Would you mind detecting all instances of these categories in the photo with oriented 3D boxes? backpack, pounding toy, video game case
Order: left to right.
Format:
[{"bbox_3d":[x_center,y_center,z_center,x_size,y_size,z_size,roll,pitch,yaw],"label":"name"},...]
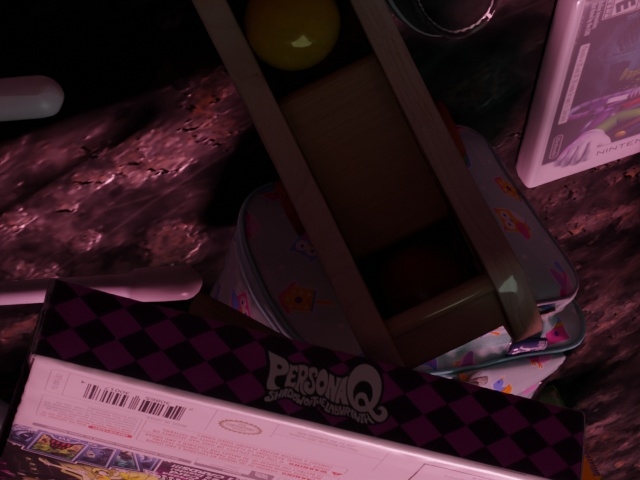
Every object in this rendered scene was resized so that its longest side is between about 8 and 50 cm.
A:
[{"bbox_3d":[-0.026,0.096,0.802,0.232,0.042,0.210,14,155,-9],"label":"video game case"},{"bbox_3d":[0.000,0.000,0.814,0.155,0.269,0.154,-26,-170,2],"label":"pounding toy"},{"bbox_3d":[0.038,0.029,0.988,0.188,0.166,0.144,-15,149,-26],"label":"backpack"},{"bbox_3d":[0.207,-0.111,1.035,0.173,0.022,0.190,-18,152,-13],"label":"video game case"}]

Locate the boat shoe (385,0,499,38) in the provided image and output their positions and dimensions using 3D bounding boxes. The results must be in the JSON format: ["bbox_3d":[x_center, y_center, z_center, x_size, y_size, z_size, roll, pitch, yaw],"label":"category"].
[{"bbox_3d":[0.065,-0.150,0.795,0.080,0.076,0.228,-19,152,-10],"label":"boat shoe"}]

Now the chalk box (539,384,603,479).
[{"bbox_3d":[0.111,0.227,1.430,0.213,0.132,0.132,-17,152,-16],"label":"chalk box"}]

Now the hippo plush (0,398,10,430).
[{"bbox_3d":[-0.041,0.163,1.122,0.236,0.294,0.234,-39,156,-20],"label":"hippo plush"}]

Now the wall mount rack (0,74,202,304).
[{"bbox_3d":[-0.235,0.036,0.829,0.304,0.130,0.350,-40,154,-5],"label":"wall mount rack"}]
